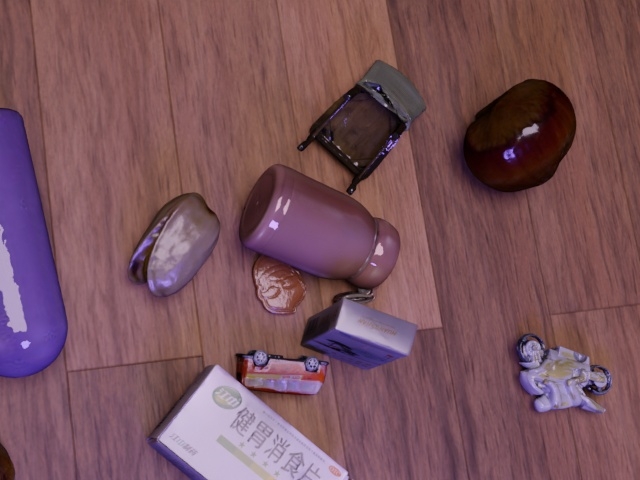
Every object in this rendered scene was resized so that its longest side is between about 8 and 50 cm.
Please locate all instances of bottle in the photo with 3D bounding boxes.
[{"bbox_3d":[0.000,0.000,1.948,0.296,0.173,0.206,23,89,-23],"label":"bottle"}]

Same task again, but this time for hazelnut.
[{"bbox_3d":[0.423,-0.214,2.108,0.217,0.217,0.251,43,79,-3],"label":"hazelnut"}]

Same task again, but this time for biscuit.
[{"bbox_3d":[-0.081,0.083,1.978,0.102,0.019,0.130,-16,82,-20],"label":"biscuit"}]

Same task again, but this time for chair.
[{"bbox_3d":[0.090,-0.237,2.058,0.160,0.319,0.186,40,113,-3],"label":"chair"}]

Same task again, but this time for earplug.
[{"bbox_3d":[-0.565,0.014,1.755,0.215,0.215,0.456,-15,85,-20],"label":"earplug"}]

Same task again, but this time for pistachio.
[{"bbox_3d":[-0.271,0.006,1.881,0.129,0.131,0.206,20,65,34],"label":"pistachio"}]

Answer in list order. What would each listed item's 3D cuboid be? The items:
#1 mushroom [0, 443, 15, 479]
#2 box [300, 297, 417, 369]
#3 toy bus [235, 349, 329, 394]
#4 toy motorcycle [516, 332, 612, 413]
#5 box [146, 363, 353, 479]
[{"bbox_3d":[-0.579,0.409,1.709,0.135,0.080,0.171,-36,86,-12],"label":"mushroom"},{"bbox_3d":[0.067,0.177,1.885,0.149,0.233,0.067,19,72,-12],"label":"box"},{"bbox_3d":[-0.073,0.250,1.912,0.174,0.079,0.077,8,83,-16],"label":"toy bus"},{"bbox_3d":[0.490,0.289,2.079,0.228,0.074,0.151,26,73,-11],"label":"toy motorcycle"},{"bbox_3d":[-0.127,0.393,1.819,0.333,0.145,0.173,40,70,-4],"label":"box"}]
